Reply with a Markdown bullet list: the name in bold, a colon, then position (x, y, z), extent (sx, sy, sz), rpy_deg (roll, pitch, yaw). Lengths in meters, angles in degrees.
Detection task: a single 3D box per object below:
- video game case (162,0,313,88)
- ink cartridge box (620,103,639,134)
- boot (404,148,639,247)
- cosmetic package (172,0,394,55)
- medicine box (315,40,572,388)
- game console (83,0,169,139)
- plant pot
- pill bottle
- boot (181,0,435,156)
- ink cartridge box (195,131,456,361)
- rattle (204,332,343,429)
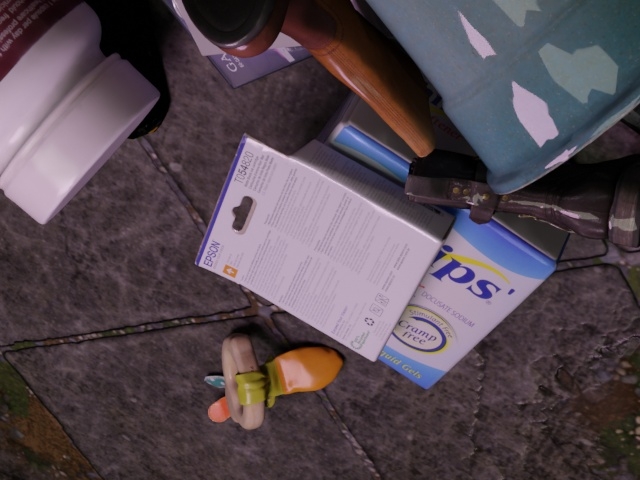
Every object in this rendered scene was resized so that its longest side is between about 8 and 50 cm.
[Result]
- **video game case**: position (-0.049, -0.271, 1.632), extent (0.274, 0.026, 0.196), rpy_deg (-17, 122, 41)
- **ink cartridge box**: position (0.414, -0.181, 1.435), extent (0.165, 0.065, 0.333), rpy_deg (34, 138, -5)
- **boot**: position (0.197, -0.055, 1.517), extent (0.229, 0.263, 0.091), rpy_deg (9, 96, 12)
- **cosmetic package**: position (-0.026, -0.261, 1.536), extent (0.238, 0.107, 0.127), rpy_deg (2, 133, 31)
- **medicine box**: position (0.095, -0.020, 1.712), extent (0.263, 0.149, 0.289), rpy_deg (33, 140, -5)
- **game console**: position (-0.349, -0.232, 1.830), extent (0.361, 0.044, 0.213), rpy_deg (11, 135, 19)
- **plant pot**: position (0.153, -0.274, 1.309), extent (0.334, 0.341, 0.341), rpy_deg (46, 137, -7)
- **pill bottle**: position (-0.373, -0.214, 1.661), extent (0.392, 0.224, 0.224), rpy_deg (42, 138, -4)
- **boot**: position (-0.001, -0.159, 1.341), extent (0.096, 0.264, 0.280), rpy_deg (-36, 123, 12)
- **ink cartridge box**: position (0.000, 0.000, 1.636), extent (0.224, 0.045, 0.223), rpy_deg (29, 139, 2)
- **rattle**: position (-0.069, 0.182, 2.102), extent (0.130, 0.142, 0.200), rpy_deg (56, 160, 17)
